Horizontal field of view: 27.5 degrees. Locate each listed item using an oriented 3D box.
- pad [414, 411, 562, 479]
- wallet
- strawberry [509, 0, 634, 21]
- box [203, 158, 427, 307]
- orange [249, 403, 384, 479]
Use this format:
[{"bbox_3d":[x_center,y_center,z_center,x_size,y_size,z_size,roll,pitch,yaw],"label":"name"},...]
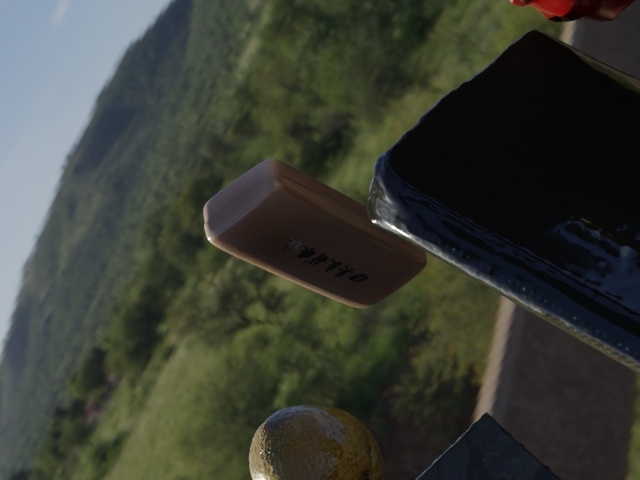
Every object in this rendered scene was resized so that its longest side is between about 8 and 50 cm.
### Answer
[{"bbox_3d":[0.006,0.256,0.461,0.367,0.007,0.247,-42,49,-6],"label":"pad"},{"bbox_3d":[0.150,-0.002,0.522,0.149,0.250,0.044,-40,-32,-34],"label":"wallet"},{"bbox_3d":[0.119,-0.242,0.535,0.258,0.261,0.261,-33,10,3],"label":"strawberry"},{"bbox_3d":[0.000,0.000,0.600,0.048,0.115,0.025,-32,54,27],"label":"box"},{"bbox_3d":[-0.001,0.151,0.878,0.095,0.085,0.085,2,58,41],"label":"orange"}]
